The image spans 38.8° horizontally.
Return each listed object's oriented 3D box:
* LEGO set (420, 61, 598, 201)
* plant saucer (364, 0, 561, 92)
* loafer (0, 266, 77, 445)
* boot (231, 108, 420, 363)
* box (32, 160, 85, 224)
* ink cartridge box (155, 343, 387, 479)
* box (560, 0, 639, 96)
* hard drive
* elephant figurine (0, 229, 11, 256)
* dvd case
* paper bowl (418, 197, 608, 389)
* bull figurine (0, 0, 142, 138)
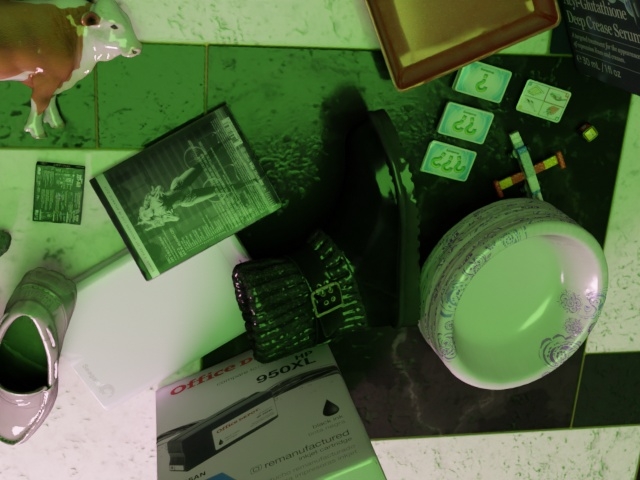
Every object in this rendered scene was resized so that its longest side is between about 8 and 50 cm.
[{"bbox_3d":[0.294,-0.148,1.352,0.244,0.060,0.183,14,111,-17],"label":"LEGO set"},{"bbox_3d":[0.176,-0.371,1.245,0.258,0.048,0.259,-24,115,-2],"label":"plant saucer"},{"bbox_3d":[-0.420,0.180,1.269,0.112,0.111,0.319,20,123,-2],"label":"loafer"},{"bbox_3d":[0.001,0.002,1.268,0.260,0.131,0.348,-9,112,-9],"label":"boot"},{"bbox_3d":[-0.364,-0.065,1.265,0.067,0.018,0.083,4,110,-14],"label":"box"},{"bbox_3d":[-0.072,0.309,1.271,0.285,0.395,0.166,-22,112,-3],"label":"ink cartridge box"},{"bbox_3d":[0.442,-0.401,1.154,0.212,0.293,0.396,-22,113,-3],"label":"box"},{"bbox_3d":[-0.239,0.098,1.345,0.307,0.040,0.203,-31,114,0],"label":"hard drive"},{"bbox_3d":[-0.524,0.120,1.241,0.239,0.169,0.186,-13,143,-23],"label":"elephant figurine"},{"bbox_3d":[-0.188,-0.066,1.276,0.221,0.018,0.165,-29,95,0],"label":"dvd case"},{"bbox_3d":[0.275,0.070,1.368,0.284,0.148,0.284,-9,119,-17],"label":"paper bowl"},{"bbox_3d":[-0.387,-0.230,1.143,0.310,0.101,0.188,3,112,-21],"label":"bull figurine"}]
